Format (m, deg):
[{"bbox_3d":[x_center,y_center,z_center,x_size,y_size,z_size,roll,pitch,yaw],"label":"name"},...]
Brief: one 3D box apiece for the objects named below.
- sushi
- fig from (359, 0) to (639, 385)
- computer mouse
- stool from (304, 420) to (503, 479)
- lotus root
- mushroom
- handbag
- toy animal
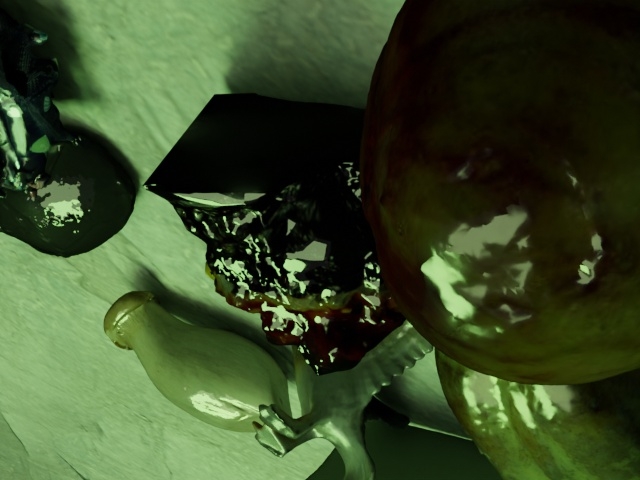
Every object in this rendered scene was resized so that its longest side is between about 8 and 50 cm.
[{"bbox_3d":[0.000,0.000,0.730,0.172,0.153,0.150,0,119,15],"label":"sushi"},{"bbox_3d":[0.179,-0.024,0.522,0.321,0.217,0.217,10,150,-4],"label":"fig"},{"bbox_3d":[-0.251,-0.035,0.996,0.217,0.073,0.122,-5,133,49],"label":"computer mouse"},{"bbox_3d":[0.119,0.324,0.987,0.270,0.170,0.243,8,119,33],"label":"stool"},{"bbox_3d":[0.171,0.099,0.705,0.173,0.173,0.309,0,141,44],"label":"lotus root"},{"bbox_3d":[-0.115,0.121,1.082,0.212,0.097,0.088,28,107,19],"label":"mushroom"},{"bbox_3d":[-0.307,-0.129,0.876,0.260,0.113,0.162,22,143,32],"label":"handbag"},{"bbox_3d":[0.007,0.099,0.894,0.197,0.160,0.272,34,143,2],"label":"toy animal"}]
